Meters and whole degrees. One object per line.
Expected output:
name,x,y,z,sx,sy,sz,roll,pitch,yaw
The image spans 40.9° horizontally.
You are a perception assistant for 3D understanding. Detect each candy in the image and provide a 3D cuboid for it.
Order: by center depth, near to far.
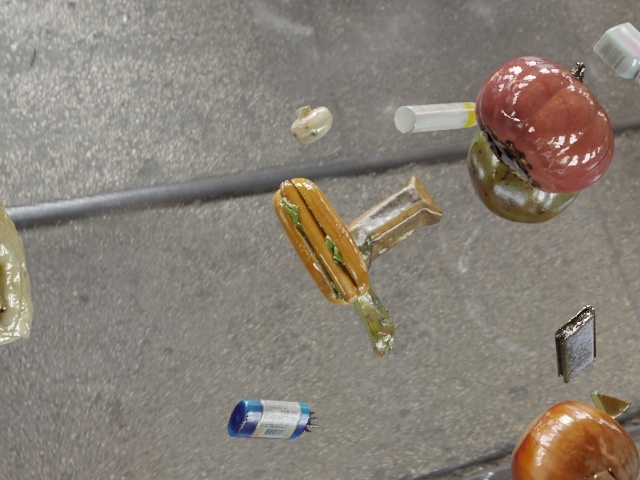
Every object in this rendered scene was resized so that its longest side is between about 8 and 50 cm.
candy,0.145,-0.029,1.950,0.271,0.101,0.143,-31,61,-9

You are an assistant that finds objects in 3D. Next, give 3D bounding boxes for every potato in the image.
potato,0.098,0.133,1.628,0.054,0.198,0.119,-22,120,-3

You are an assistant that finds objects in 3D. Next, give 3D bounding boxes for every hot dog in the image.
hot dog,0.000,0.000,1.493,0.100,0.068,0.249,-35,75,11

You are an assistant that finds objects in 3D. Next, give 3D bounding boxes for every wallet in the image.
wallet,0.571,0.235,1.911,0.110,0.198,0.031,-37,50,-14

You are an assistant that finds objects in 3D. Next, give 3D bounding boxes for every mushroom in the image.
mushroom,-0.018,-0.222,1.619,0.083,0.083,0.067,-33,103,-25

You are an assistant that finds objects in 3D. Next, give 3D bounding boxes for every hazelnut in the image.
hazelnut,0.360,0.325,1.215,0.182,0.182,0.182,6,69,-15

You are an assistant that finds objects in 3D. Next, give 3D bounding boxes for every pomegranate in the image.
pomegranate,0.495,-0.212,2.054,0.291,0.323,0.291,0,29,0

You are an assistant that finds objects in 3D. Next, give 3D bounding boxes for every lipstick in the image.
lipstick,0.258,-0.268,1.860,0.264,0.059,0.059,-13,73,-48

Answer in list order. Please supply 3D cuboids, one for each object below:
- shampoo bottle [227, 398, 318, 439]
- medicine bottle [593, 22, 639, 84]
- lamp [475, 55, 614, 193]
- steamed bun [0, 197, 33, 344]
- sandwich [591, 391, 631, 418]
shampoo bottle,-0.087,0.351,1.678,0.183,0.087,0.050,12,26,-35
medicine bottle,0.551,-0.322,1.510,0.074,0.055,0.118,-26,68,-37
lamp,0.272,-0.142,1.021,0.140,0.182,0.182,-40,86,2
steamed bun,-0.563,0.002,1.241,0.247,0.189,0.428,-17,115,-22
sandwich,0.531,0.308,1.581,0.083,0.031,0.044,20,84,-15
